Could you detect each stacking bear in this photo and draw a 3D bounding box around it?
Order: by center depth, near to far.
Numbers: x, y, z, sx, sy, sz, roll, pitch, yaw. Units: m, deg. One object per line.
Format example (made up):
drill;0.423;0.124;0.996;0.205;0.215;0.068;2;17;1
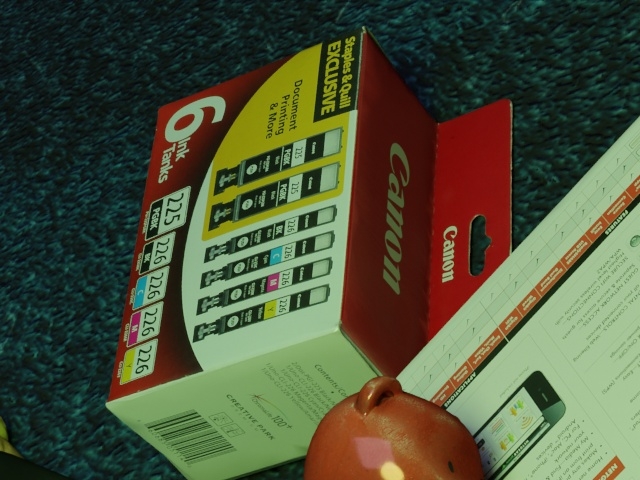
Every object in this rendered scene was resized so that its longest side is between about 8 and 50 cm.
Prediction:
stacking bear;0.004;0.224;1.108;0.164;0.175;0.289;19;79;46

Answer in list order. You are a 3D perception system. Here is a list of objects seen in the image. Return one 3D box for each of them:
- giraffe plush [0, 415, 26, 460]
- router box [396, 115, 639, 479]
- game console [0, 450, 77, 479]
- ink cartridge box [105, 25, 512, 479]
giraffe plush;-0.370;0.196;1.521;0.181;0.170;0.210;0;55;41
router box;0.215;0.089;1.133;0.335;0.082;0.301;-48;37;14
game console;-0.132;0.277;1.250;0.173;0.250;0.293;-44;28;46
ink cartridge box;0.000;0.000;1.417;0.272;0.130;0.309;-20;44;25
